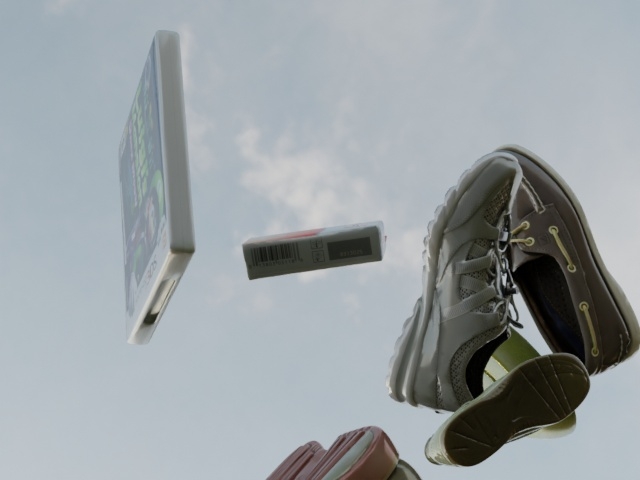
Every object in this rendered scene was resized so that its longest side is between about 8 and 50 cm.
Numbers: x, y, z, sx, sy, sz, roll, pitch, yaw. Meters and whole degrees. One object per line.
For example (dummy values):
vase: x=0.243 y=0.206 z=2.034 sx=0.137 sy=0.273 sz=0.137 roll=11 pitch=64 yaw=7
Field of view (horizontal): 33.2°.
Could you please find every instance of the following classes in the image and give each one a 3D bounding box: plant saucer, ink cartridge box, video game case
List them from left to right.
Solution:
video game case: x=-0.133 y=-0.037 z=0.842 sx=0.022 sy=0.190 sz=0.173 roll=3 pitch=-28 yaw=-20
ink cartridge box: x=0.000 y=0.000 z=1.180 sx=0.146 sy=0.179 sz=0.045 roll=-8 pitch=-80 yaw=6
plant saucer: x=0.219 y=0.170 z=1.366 sx=0.037 sy=0.241 sz=0.241 roll=-40 pitch=-56 yaw=-18

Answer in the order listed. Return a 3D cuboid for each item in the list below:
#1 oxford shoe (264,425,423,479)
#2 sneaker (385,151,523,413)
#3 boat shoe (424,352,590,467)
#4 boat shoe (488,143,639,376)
oxford shoe: x=0.010 y=0.322 z=1.240 sx=0.146 sy=0.397 sz=0.140 roll=46 pitch=-114 yaw=-4
sneaker: x=0.164 y=0.051 z=1.090 sx=0.105 sy=0.115 sz=0.281 roll=-5 pitch=-67 yaw=-58
boat shoe: x=0.152 y=0.137 z=0.868 sx=0.153 sy=0.048 sz=0.056 roll=-29 pitch=-94 yaw=-26
boat shoe: x=0.287 y=0.023 z=1.374 sx=0.097 sy=0.324 sz=0.116 roll=-18 pitch=-15 yaw=-38
